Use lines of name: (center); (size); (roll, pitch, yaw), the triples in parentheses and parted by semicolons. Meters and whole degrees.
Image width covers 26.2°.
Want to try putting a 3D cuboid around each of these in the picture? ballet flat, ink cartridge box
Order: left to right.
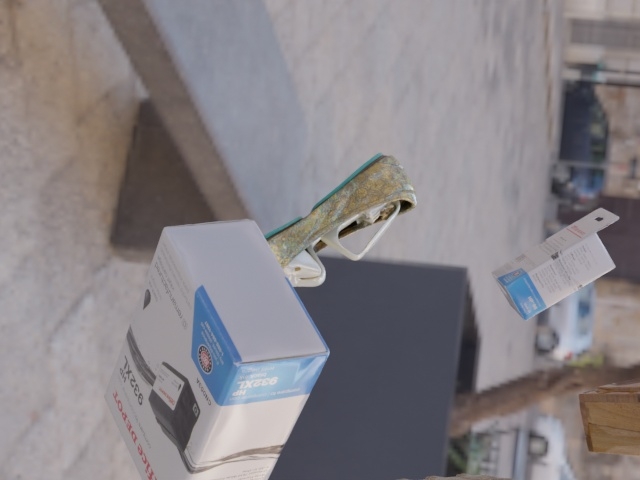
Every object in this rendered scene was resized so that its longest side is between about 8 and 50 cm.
ink cartridge box: (-0.134, 0.162, 1.647); (0.223, 0.129, 0.307); (58, -41, 35)
ballet flat: (0.000, 0.000, 2.061); (0.348, 0.123, 0.123); (-35, 150, -15)
ink cartridge box: (0.333, 0.031, 1.885); (0.060, 0.180, 0.104); (59, 2, -10)

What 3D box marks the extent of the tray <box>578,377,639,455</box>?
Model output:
tray: (0.512, 0.156, 1.493); (0.203, 0.410, 0.076); (162, -81, -71)

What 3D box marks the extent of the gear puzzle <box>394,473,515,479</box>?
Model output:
gear puzzle: (0.237, 0.338, 1.774); (0.339, 0.175, 0.044); (10, 86, -55)
